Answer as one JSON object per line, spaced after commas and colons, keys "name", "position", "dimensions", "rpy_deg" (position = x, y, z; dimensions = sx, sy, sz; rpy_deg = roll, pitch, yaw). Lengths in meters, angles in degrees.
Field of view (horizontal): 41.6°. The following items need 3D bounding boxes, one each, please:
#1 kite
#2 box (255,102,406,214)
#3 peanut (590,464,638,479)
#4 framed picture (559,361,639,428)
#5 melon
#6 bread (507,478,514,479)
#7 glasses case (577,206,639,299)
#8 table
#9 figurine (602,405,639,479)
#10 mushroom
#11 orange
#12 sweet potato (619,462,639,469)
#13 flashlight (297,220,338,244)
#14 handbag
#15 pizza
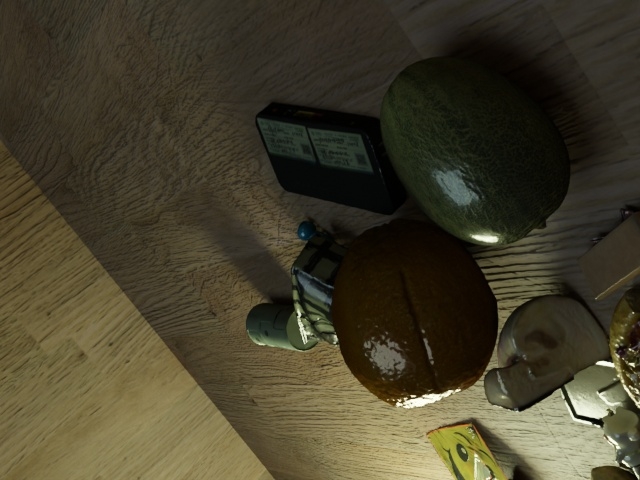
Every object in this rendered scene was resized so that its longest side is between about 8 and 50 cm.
{"name": "kite", "position": [0.401, 0.592, 2.208], "dimensions": [0.377, 0.013, 0.327], "rpy_deg": [36, 146, 45]}
{"name": "box", "position": [0.016, -0.175, 1.771], "dimensions": [0.350, 0.058, 0.211], "rpy_deg": [18, 138, 43]}
{"name": "peanut", "position": [0.660, 0.558, 1.750], "dimensions": [0.236, 0.120, 0.110], "rpy_deg": [43, 125, 9]}
{"name": "framed picture", "position": [0.577, 0.305, 1.642], "dimensions": [0.281, 0.019, 0.208], "rpy_deg": [6, 131, 52]}
{"name": "melon", "position": [0.235, -0.141, 1.312], "dimensions": [0.329, 0.249, 0.248], "rpy_deg": [46, 152, 9]}
{"name": "bread", "position": [0.562, 0.692, 2.128], "dimensions": [0.226, 0.049, 0.088], "rpy_deg": [26, 145, 33]}
{"name": "glasses case", "position": [0.490, 0.011, 1.353], "dimensions": [0.193, 0.070, 0.102], "rpy_deg": [115, 137, -62]}
{"name": "table", "position": [-0.105, 0.245, 2.407], "dimensions": [0.220, 0.126, 0.126], "rpy_deg": [-1, 126, 54]}
{"name": "figurine", "position": [0.600, 0.388, 1.641], "dimensions": [0.098, 0.081, 0.146], "rpy_deg": [-99, -16, -54]}
{"name": "mushroom", "position": [0.387, 0.191, 1.583], "dimensions": [0.173, 0.236, 0.162], "rpy_deg": [67, 161, -4]}
{"name": "orange", "position": [0.178, 0.138, 1.652], "dimensions": [0.322, 0.322, 0.356], "rpy_deg": [-40, 67, 62]}
{"name": "sweet potato", "position": [0.664, 0.447, 1.678], "dimensions": [0.050, 0.050, 0.214], "rpy_deg": [54, 156, -11]}
{"name": "flashlight", "position": [0.000, 0.000, 2.028], "dimensions": [0.129, 0.051, 0.051], "rpy_deg": [34, 150, 17]}
{"name": "handbag", "position": [0.093, 0.178, 1.995], "dimensions": [0.325, 0.162, 0.327], "rpy_deg": [26, 149, 19]}
{"name": "pizza", "position": [0.599, 0.219, 1.422], "dimensions": [0.229, 0.081, 0.289], "rpy_deg": [5, 124, 42]}
